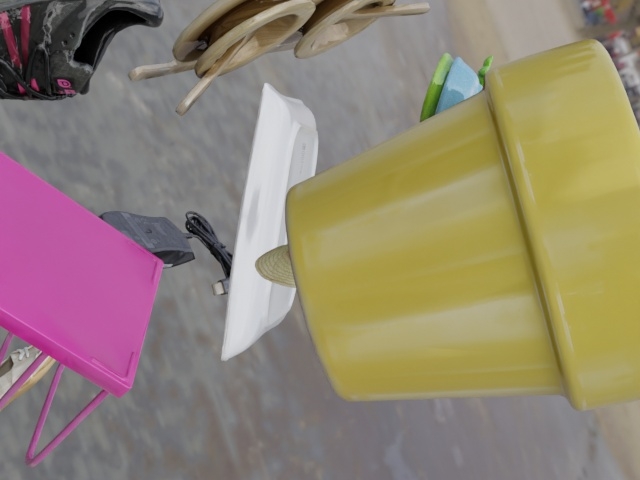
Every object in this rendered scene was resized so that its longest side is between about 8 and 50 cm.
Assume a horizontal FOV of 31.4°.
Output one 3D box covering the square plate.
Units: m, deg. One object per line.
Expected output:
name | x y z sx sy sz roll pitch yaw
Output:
square plate | -0.058 -0.026 1.534 0.347 0.049 0.344 -24 124 -83

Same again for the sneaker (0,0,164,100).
sneaker | -0.461 -0.297 1.789 0.202 0.483 0.185 58 1 4

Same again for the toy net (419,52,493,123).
toy net | 0.103 -0.059 1.050 0.122 0.045 0.232 -48 156 -69

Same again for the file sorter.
file sorter | -0.334 0.053 1.099 0.291 0.182 0.202 36 28 -20

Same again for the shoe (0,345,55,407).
shoe | -0.519 0.228 1.906 0.058 0.219 0.076 51 -14 -19

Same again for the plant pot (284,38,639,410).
plant pot | 0.110 0.008 0.813 0.254 0.239 0.254 -14 90 -81

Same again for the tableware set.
tableware set | -0.011 -0.123 0.665 0.039 0.128 0.194 59 33 3

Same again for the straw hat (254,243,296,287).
straw hat | 0.000 0.000 1.248 0.144 0.145 0.061 -67 159 -66

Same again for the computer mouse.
computer mouse | -0.230 0.032 1.768 0.184 0.060 0.262 46 24 24
